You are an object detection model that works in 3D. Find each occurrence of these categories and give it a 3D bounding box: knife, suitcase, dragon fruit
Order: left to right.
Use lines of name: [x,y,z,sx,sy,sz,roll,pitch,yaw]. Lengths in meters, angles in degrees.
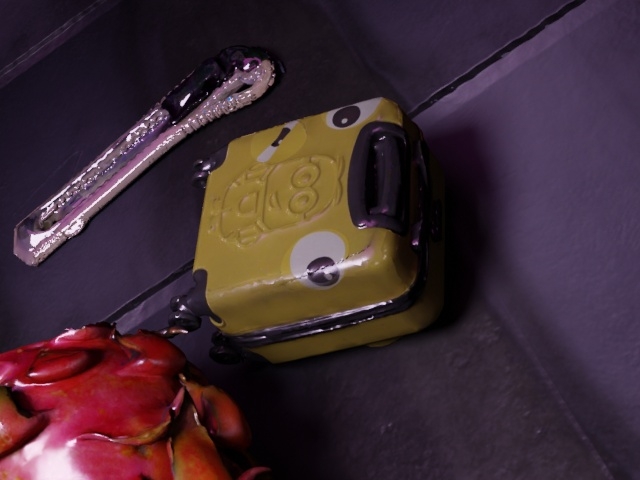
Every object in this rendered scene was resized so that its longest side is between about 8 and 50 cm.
dragon fruit: [-0.157,0.185,0.958,0.307,0.227,0.243,-6,98,34]
knife: [-0.199,-0.098,1.346,0.365,0.043,0.089,-38,45,5]
suitcase: [0.000,0.000,1.072,0.234,0.143,0.194,-14,51,26]
